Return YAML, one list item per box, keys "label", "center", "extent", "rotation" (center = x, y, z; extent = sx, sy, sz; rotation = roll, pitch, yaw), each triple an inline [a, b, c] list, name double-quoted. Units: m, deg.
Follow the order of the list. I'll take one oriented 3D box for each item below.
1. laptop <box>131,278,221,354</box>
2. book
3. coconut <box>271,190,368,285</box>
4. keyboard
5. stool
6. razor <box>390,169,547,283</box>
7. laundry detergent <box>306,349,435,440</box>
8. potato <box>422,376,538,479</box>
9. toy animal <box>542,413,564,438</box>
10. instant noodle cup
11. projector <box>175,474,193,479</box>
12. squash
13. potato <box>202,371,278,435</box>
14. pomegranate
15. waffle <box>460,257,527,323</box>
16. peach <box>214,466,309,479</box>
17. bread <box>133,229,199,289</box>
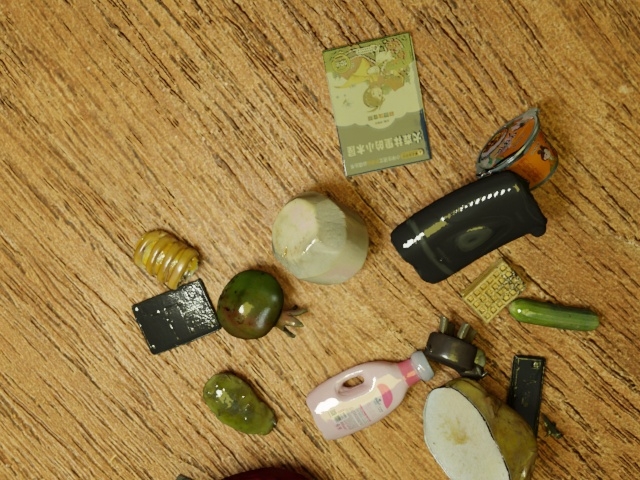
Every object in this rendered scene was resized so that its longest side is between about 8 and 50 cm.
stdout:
- label: "laptop"
  center: [-0.385, 0.208, 1.509]
  extent: [0.207, 0.026, 0.154]
  rotation: [-21, 96, 5]
- label: "book"
  center: [0.143, -0.338, 1.416]
  extent: [0.228, 0.018, 0.323]
  rotation: [-12, 97, 4]
- label: "coconut"
  center: [0.003, 0.001, 1.373]
  extent: [0.241, 0.241, 0.241]
  rotation: [0, 98, 2]
- label: "keyboard"
  center: [0.544, 0.417, 1.497]
  extent: [0.093, 0.025, 0.231]
  rotation: [5, 98, 4]
- label: "stool"
  center: [0.356, 0.279, 1.439]
  extent: [0.217, 0.125, 0.121]
  rotation: [30, 74, -23]
- label: "razor"
  center: [0.352, -0.030, 1.355]
  extent: [0.348, 0.114, 0.204]
  rotation: [-29, 124, 21]
- label: "laundry detergent"
  center: [0.135, 0.393, 1.482]
  extent: [0.335, 0.088, 0.159]
  rotation: [-29, 94, 5]
- label: "potato"
  center: [0.411, 0.483, 1.437]
  extent: [0.246, 0.196, 0.300]
  rotation: [-40, 72, 47]
- label: "toy animal"
  center: [0.610, 0.504, 1.504]
  extent: [0.084, 0.028, 0.050]
  rotation: [43, 96, -6]
- label: "instant noodle cup"
  center: [0.484, -0.196, 1.353]
  extent: [0.125, 0.178, 0.208]
  rotation: [38, 108, -15]
- label: "projector"
  center: [-0.374, 0.705, 1.547]
  extent: [0.082, 0.083, 0.083]
  rotation: [24, 98, -1]
- label: "squash"
  center: [0.597, 0.191, 1.446]
  extent: [0.228, 0.066, 0.066]
  rotation: [9, 98, 0]
- label: "potato"
  center: [-0.215, 0.440, 1.502]
  extent: [0.225, 0.090, 0.117]
  rotation: [41, 91, -10]
- label: "pomegranate"
  center: [-0.147, 0.174, 1.429]
  extent: [0.224, 0.181, 0.182]
  rotation: [24, 98, -16]
- label: "waffle"
  center: [0.446, 0.128, 1.454]
  extent: [0.148, 0.042, 0.102]
  rotation: [-43, 94, 7]
- label: "peach"
  center: [-0.189, 0.755, 1.396]
  extent: [0.416, 0.353, 0.339]
  rotation: [3, 62, -33]
- label: "bread"
  center: [-0.400, 0.049, 1.462]
  extent: [0.177, 0.084, 0.119]
  rotation: [30, 97, 2]
